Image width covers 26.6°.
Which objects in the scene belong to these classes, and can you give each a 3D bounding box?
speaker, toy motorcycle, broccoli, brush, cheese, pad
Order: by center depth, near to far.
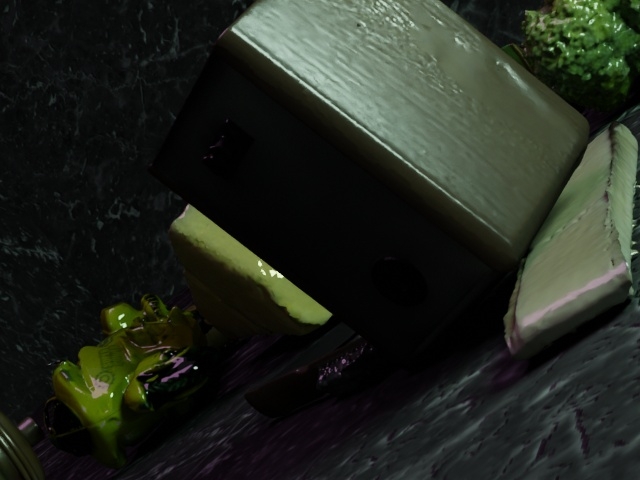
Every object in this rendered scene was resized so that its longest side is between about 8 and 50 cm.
[{"bbox_3d":[0.174,-0.011,0.905,0.085,0.034,0.400,-40,3,19],"label":"cheese"},{"bbox_3d":[0.036,-0.061,0.920,0.192,0.231,0.153,-52,0,-43],"label":"speaker"},{"bbox_3d":[-0.004,0.112,1.031,0.190,0.034,0.027,-30,25,51],"label":"brush"},{"bbox_3d":[0.022,0.084,1.257,0.193,0.004,0.116,-39,5,-20],"label":"pad"},{"bbox_3d":[0.316,-0.262,1.365,0.254,0.186,0.302,-43,7,21],"label":"broccoli"},{"bbox_3d":[-0.207,0.154,1.528,0.206,0.142,0.342,-20,8,-2],"label":"toy motorcycle"}]

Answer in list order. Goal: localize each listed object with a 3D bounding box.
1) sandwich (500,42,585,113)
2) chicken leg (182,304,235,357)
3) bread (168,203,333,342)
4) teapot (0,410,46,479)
[{"bbox_3d":[0.223,-0.164,1.464,0.074,0.116,0.074,-24,14,38],"label":"sandwich"},{"bbox_3d":[-0.193,0.156,1.754,0.227,0.088,0.103,-42,13,12],"label":"chicken leg"},{"bbox_3d":[0.000,0.000,1.456,0.263,0.198,0.236,-48,-17,-20],"label":"bread"},{"bbox_3d":[-0.366,0.256,1.447,0.175,0.186,0.267,-39,42,-25],"label":"teapot"}]
